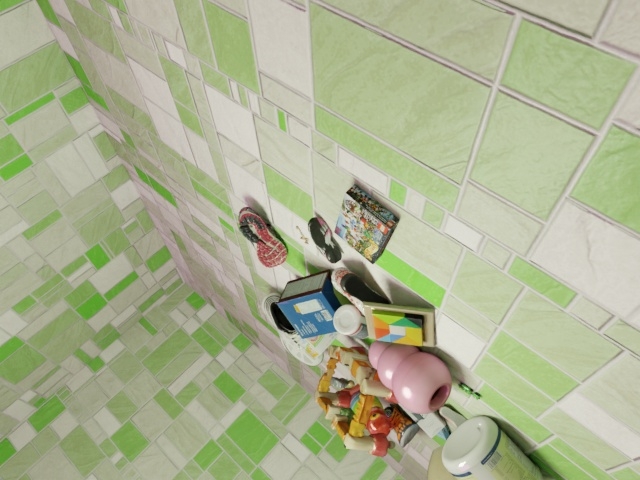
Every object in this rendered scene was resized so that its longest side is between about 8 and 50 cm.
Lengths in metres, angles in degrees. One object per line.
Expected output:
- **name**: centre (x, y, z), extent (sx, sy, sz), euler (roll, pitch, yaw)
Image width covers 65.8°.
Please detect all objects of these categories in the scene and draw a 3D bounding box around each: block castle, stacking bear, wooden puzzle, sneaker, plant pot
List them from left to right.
- **sneaker**: centre (-0.228, -0.013, 1.996), extent (0.299, 0.121, 0.112), euler (63, -179, -35)
- **sneaker**: centre (-0.130, 0.468, 2.424), extent (0.447, 0.169, 0.257), euler (53, 175, -10)
- **sneaker**: centre (0.000, 0.000, 1.665), extent (0.077, 0.072, 0.178), euler (27, 146, 59)
- **block castle**: centre (0.163, 0.620, 1.996), extent (0.213, 0.302, 0.453), euler (15, -177, -20)
- **sneaker**: centre (0.146, 0.195, 1.717), extent (0.270, 0.090, 0.145), euler (46, 174, -23)
- **stacking bear**: centre (0.230, 0.808, 2.312), extent (0.289, 0.176, 0.164), euler (38, 148, 63)
- **sneaker**: centre (0.356, 0.857, 2.308), extent (0.180, 0.124, 0.321), euler (38, 169, 23)
- **wooden puzzle**: centre (0.254, 0.280, 1.599), extent (0.221, 0.044, 0.238), euler (4, 142, 17)
- **sneaker**: centre (0.518, 0.690, 1.924), extent (0.134, 0.051, 0.070), euler (36, 169, 6)
- **plant pot**: centre (0.559, 0.951, 2.048), extent (0.284, 0.284, 0.190), euler (84, 172, -55)

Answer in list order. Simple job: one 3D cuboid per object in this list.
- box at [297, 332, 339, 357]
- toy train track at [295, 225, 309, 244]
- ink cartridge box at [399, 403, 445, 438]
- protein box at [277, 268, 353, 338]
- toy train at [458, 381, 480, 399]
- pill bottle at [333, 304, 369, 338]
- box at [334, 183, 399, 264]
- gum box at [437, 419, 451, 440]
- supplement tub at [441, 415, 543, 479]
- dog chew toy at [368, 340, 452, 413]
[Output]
- **box**: centre (0.016, 0.380, 2.070), extent (0.103, 0.203, 0.114), euler (44, 157, 5)
- **toy train track**: centre (-0.070, -0.016, 1.820), extent (0.048, 0.014, 0.083), euler (11, 138, 53)
- **ink cartridge box**: centre (0.400, 0.671, 1.978), extent (0.191, 0.082, 0.140), euler (44, -174, 9)
- **protein box**: centre (-0.018, 0.247, 1.893), extent (0.201, 0.136, 0.199), euler (-18, 118, 28)
- **toy train**: centre (0.509, 0.513, 1.692), extent (0.083, 0.017, 0.023), euler (31, 143, 31)
- **pill bottle**: centre (0.135, 0.301, 1.803), extent (0.108, 0.107, 0.180), euler (28, 179, 37)
- **box**: centre (0.126, -0.040, 1.414), extent (0.159, 0.044, 0.233), euler (41, 156, 14)
- **gum box**: centre (0.464, 0.770, 2.144), extent (0.184, 0.041, 0.156), euler (20, 146, 48)
- **supplement tub**: centre (0.609, 0.802, 1.711), extent (0.325, 0.235, 0.235), euler (46, 157, 0)
- **dog chew toy**: centre (0.296, 0.452, 1.739), extent (0.332, 0.207, 0.206), euler (32, 154, 47)
